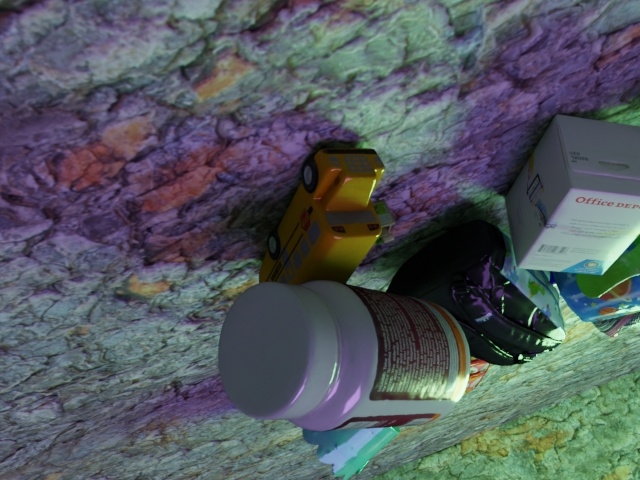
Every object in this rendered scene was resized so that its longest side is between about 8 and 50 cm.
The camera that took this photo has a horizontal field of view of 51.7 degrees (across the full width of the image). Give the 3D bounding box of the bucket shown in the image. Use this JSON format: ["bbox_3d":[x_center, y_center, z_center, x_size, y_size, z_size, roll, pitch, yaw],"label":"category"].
[{"bbox_3d":[0.059,0.435,1.668,0.183,0.281,0.281,-35,148,3],"label":"bucket"}]

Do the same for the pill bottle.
[{"bbox_3d":[0.047,0.182,1.044,0.224,0.224,0.392,-40,146,28],"label":"pill bottle"}]

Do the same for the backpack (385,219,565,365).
[{"bbox_3d":[0.350,0.123,1.368,0.355,0.273,0.290,39,127,-17],"label":"backpack"}]

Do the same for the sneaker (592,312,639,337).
[{"bbox_3d":[0.757,0.123,1.505,0.299,0.121,0.112,-30,106,37],"label":"sneaker"}]

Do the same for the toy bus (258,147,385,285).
[{"bbox_3d":[0.000,0.000,1.074,0.108,0.130,0.333,-3,145,-28],"label":"toy bus"}]

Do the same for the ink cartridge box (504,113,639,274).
[{"bbox_3d":[0.455,-0.074,1.163,0.171,0.168,0.233,6,145,-6],"label":"ink cartridge box"}]

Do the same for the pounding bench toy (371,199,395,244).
[{"bbox_3d":[0.099,-0.015,1.157,0.052,0.083,0.065,-14,148,-13],"label":"pounding bench toy"}]

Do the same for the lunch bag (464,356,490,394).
[{"bbox_3d":[0.338,0.378,1.910,0.293,0.120,0.258,-11,144,-19],"label":"lunch bag"}]

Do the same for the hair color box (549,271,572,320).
[{"bbox_3d":[0.558,0.136,1.662,0.185,0.110,0.339,-14,150,-14],"label":"hair color box"}]

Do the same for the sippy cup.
[{"bbox_3d":[0.619,0.057,1.375,0.305,0.240,0.224,30,134,-32],"label":"sippy cup"}]
